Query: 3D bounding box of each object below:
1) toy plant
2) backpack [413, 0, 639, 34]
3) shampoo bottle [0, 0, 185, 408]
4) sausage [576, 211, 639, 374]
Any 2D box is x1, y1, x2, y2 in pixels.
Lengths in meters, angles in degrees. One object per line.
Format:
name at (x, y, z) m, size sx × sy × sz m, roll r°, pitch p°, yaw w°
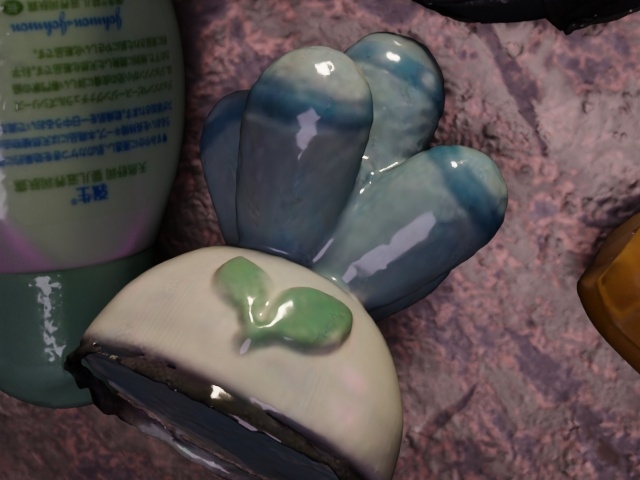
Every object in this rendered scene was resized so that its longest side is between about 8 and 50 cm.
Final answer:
toy plant at (0.000, 0.000, 0.849) m, size 0.247 × 0.247 × 0.332 m, roll 26°, pitch 71°, yaw 3°
backpack at (0.145, -0.245, 0.854) m, size 0.258 × 0.133 × 0.206 m, roll -9°, pitch 95°, yaw 17°
shampoo bottle at (-0.200, -0.045, 0.906) m, size 0.221 × 0.151 × 0.350 m, roll -13°, pitch 106°, yaw -33°
sausage at (0.346, 0.116, 0.880) m, size 0.354 × 0.134 × 0.116 m, roll 42°, pitch 137°, yaw 0°
